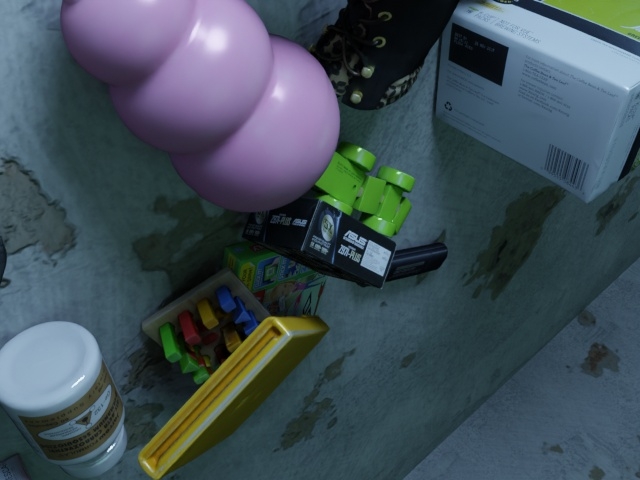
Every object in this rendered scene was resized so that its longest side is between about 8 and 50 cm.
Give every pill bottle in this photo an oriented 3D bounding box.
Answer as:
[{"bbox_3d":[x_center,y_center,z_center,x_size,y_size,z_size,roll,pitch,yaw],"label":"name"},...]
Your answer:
[{"bbox_3d":[-0.339,0.227,0.845,0.131,0.131,0.229,-31,142,-26],"label":"pill bottle"}]

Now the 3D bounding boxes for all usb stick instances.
[{"bbox_3d":[0.180,0.050,1.345,0.278,0.045,0.077,-9,137,-45],"label":"usb stick"}]

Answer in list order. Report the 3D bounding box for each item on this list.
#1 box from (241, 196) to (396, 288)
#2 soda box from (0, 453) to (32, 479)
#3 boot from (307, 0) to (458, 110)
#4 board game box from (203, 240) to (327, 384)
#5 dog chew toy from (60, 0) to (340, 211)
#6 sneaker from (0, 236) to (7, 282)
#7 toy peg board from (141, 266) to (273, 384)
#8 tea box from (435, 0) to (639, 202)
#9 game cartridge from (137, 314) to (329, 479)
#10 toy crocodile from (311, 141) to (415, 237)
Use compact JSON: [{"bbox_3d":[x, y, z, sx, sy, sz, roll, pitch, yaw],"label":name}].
[{"bbox_3d":[0.000,0.000,0.946,0.180,0.147,0.077,27,79,-40],"label":"box"},{"bbox_3d":[-0.463,0.409,0.950,0.063,0.058,0.183,-24,138,-33],"label":"soda box"},{"bbox_3d":[0.056,-0.284,0.726,0.377,0.138,0.284,-26,159,-40],"label":"boot"},{"bbox_3d":[-0.090,0.123,1.107,0.214,0.046,0.317,-19,136,-39],"label":"board game box"},{"bbox_3d":[-0.123,-0.166,0.655,0.206,0.207,0.332,-51,139,3],"label":"dog chew toy"},{"bbox_3d":[-0.384,-0.002,0.625,0.106,0.101,0.267,-41,152,-54],"label":"sneaker"},{"bbox_3d":[-0.160,0.151,0.965,0.161,0.079,0.161,-33,134,1],"label":"toy peg board"},{"bbox_3d":[0.423,-0.287,1.031,0.324,0.329,0.219,-32,143,-23],"label":"tea box"},{"bbox_3d":[-0.118,0.233,1.005,0.285,0.053,0.324,-47,169,2],"label":"game cartridge"},{"bbox_3d":[0.058,-0.084,1.030,0.341,0.105,0.115,19,92,-52],"label":"toy crocodile"}]
